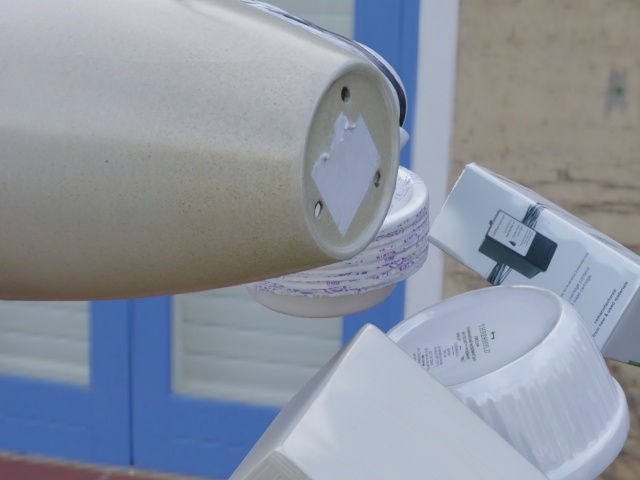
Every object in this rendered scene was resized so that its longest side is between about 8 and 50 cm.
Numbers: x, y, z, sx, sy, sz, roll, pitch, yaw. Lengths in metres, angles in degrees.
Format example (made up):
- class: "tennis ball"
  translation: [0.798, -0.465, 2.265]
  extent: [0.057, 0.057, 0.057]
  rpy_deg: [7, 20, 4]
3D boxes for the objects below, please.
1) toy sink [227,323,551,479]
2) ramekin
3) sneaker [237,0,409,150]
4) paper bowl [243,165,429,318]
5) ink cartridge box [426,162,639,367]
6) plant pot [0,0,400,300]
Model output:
- class: "toy sink"
  translation: [0.057, 0.203, 0.904]
  extent: [0.234, 0.131, 0.153]
  rpy_deg: [41, 39, -1]
- class: "ramekin"
  translation: [0.129, 0.120, 1.044]
  extent: [0.207, 0.109, 0.207]
  rpy_deg: [-20, 19, 7]
- class: "sneaker"
  translation: [-0.091, -0.149, 1.108]
  extent: [0.365, 0.137, 0.210]
  rpy_deg: [19, 11, -8]
- class: "paper bowl"
  translation: [0.000, 0.000, 1.730]
  extent: [0.284, 0.148, 0.284]
  rpy_deg: [-1, 23, 0]
- class: "ink cartridge box"
  translation: [0.222, 0.024, 1.219]
  extent: [0.208, 0.087, 0.153]
  rpy_deg: [37, 11, 34]
- class: "plant pot"
  translation: [-0.094, -0.065, 0.901]
  extent: [0.274, 0.257, 0.256]
  rpy_deg: [9, 16, 30]
